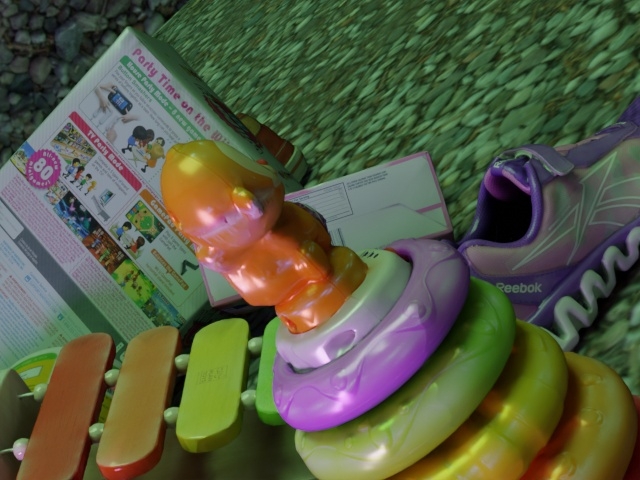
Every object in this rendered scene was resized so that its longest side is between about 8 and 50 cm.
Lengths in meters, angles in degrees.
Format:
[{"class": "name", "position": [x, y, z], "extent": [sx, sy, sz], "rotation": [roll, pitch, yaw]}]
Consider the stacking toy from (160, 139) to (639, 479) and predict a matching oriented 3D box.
[{"class": "stacking toy", "position": [0.038, 0.065, 0.694], "extent": [0.166, 0.302, 0.175], "rotation": [-45, 18, -10]}]

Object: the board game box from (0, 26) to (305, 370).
[{"class": "board game box", "position": [-0.178, 0.006, 1.345], "extent": [0.303, 0.224, 0.097], "rotation": [-46, -17, 10]}]

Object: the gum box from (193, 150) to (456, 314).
[{"class": "gum box", "position": [0.000, 0.000, 1.142], "extent": [0.188, 0.062, 0.107], "rotation": [-17, -9, 3]}]

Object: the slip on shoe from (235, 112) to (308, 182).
[{"class": "slip on shoe", "position": [-0.138, -0.066, 1.684], "extent": [0.331, 0.101, 0.123], "rotation": [-15, 33, 56]}]

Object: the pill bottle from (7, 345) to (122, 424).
[{"class": "pill bottle", "position": [-0.203, 0.193, 1.159], "extent": [0.136, 0.136, 0.245], "rotation": [-36, 19, 18]}]

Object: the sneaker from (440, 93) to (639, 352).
[{"class": "sneaker", "position": [0.157, -0.029, 0.986], "extent": [0.236, 0.104, 0.095], "rotation": [-48, 18, -21]}]

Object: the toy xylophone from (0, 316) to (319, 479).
[{"class": "toy xylophone", "position": [-0.071, 0.100, 1.063], "extent": [0.323, 0.081, 0.236], "rotation": [-16, 23, 0]}]

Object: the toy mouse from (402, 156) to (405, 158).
[{"class": "toy mouse", "position": [0.041, -0.010, 1.297], "extent": [0.143, 0.031, 0.161], "rotation": [-33, 20, 24]}]
